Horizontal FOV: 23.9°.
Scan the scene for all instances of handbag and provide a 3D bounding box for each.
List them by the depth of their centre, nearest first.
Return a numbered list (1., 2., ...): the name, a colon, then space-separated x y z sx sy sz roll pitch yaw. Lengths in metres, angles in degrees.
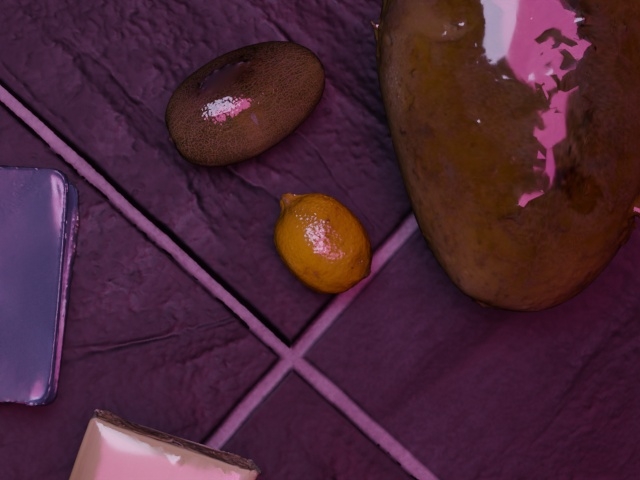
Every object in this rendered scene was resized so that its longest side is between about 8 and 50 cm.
1. handbag: -0.304 0.040 1.394 0.144 0.057 0.221 5 85 -2

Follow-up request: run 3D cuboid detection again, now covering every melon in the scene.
1. melon: -0.068 -0.129 1.409 0.162 0.099 0.099 -29 89 -11

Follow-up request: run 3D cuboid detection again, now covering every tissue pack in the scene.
1. tissue pack: -0.167 0.287 1.354 0.159 0.125 0.234 20 85 -4

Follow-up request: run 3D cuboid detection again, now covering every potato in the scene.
1. potato: 0.195 -0.117 1.382 0.270 0.219 0.359 -10 94 2

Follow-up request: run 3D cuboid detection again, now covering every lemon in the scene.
1. lemon: 0.000 0.000 1.416 0.082 0.082 0.110 -43 87 -7
